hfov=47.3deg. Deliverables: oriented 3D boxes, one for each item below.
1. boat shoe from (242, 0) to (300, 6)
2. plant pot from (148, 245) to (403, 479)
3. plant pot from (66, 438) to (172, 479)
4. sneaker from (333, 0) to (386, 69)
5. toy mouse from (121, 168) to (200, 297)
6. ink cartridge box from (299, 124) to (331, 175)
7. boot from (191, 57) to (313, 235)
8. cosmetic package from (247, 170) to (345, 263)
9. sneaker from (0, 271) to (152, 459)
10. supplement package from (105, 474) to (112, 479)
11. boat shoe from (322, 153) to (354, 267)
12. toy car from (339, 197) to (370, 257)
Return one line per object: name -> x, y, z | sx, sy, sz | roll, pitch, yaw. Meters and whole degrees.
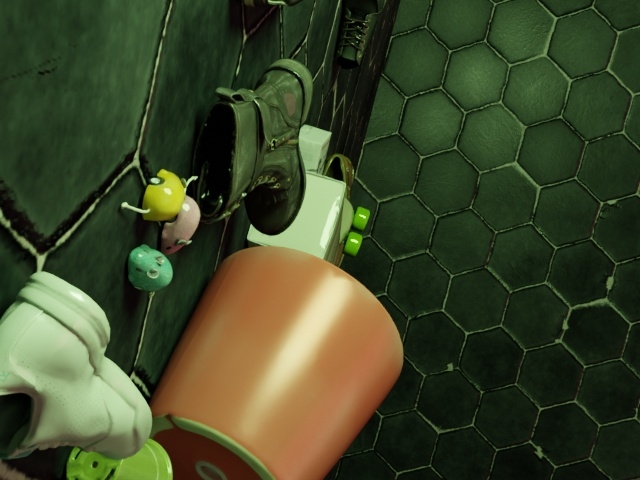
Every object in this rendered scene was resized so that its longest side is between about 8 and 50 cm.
boat shoe -> -0.029, -0.303, 0.811 | 0.223, 0.073, 0.080 | -65, 169, -62
plant pot -> -0.070, 0.184, 0.870 | 0.275, 0.274, 0.243 | 100, 18, -45
plant pot -> -0.185, 0.207, 0.650 | 0.079, 0.083, 0.083 | 70, 34, -59
sneaker -> 0.079, -0.440, 1.493 | 0.222, 0.083, 0.118 | 87, 19, -76
toy mouse -> -0.144, 0.001, 0.690 | 0.161, 0.031, 0.143 | -65, 169, -61
ink cartridge box -> -0.027, -0.137, 1.374 | 0.099, 0.056, 0.135 | -62, 166, -65
boot -> -0.089, -0.080, 0.854 | 0.229, 0.091, 0.263 | -57, 158, -56
cosmetic package -> -0.039, 0.012, 1.278 | 0.296, 0.129, 0.153 | 91, 16, -67
sneaker -> -0.180, 0.114, 0.495 | 0.094, 0.080, 0.212 | -58, 159, -32
supplement package -> -0.179, 0.402, 0.658 | 0.178, 0.175, 0.293 | 101, 7, -45
boat shoe -> 0.016, -0.066, 1.824 | 0.104, 0.110, 0.308 | 42, 53, -80
toy car -> 0.000, 0.000, 1.600 | 0.188, 0.155, 0.149 | 113, -3, -50
